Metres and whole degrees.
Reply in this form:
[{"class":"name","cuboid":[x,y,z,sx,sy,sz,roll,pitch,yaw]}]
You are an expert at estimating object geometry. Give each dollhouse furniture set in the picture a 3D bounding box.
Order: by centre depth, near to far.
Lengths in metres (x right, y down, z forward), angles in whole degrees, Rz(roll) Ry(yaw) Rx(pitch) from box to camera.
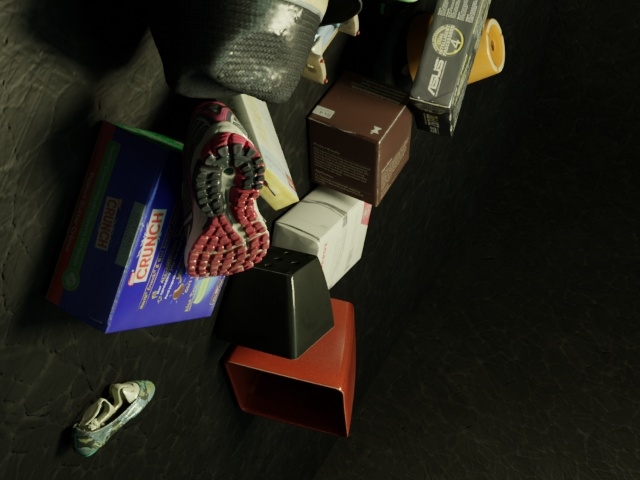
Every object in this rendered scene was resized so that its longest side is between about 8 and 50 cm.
[{"class":"dollhouse furniture set","cuboid":[-0.027,-0.376,1.461,0.129,0.129,0.183,-59,160,-21]}]

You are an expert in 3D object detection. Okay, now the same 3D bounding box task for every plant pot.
[{"class":"plant pot","cuboid":[-0.089,0.113,1.825,0.187,0.188,0.167,-33,129,-58]},{"class":"plant pot","cuboid":[-0.038,0.263,2.031,0.267,0.267,0.235,84,22,-55]},{"class":"plant pot","cuboid":[0.335,-0.455,2.150,0.205,0.188,0.205,7,82,-60]}]

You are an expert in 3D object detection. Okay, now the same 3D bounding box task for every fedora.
[{"class":"fedora","cuboid":[-0.106,-0.249,1.093,0.334,0.334,0.152,-4,101,-69]}]

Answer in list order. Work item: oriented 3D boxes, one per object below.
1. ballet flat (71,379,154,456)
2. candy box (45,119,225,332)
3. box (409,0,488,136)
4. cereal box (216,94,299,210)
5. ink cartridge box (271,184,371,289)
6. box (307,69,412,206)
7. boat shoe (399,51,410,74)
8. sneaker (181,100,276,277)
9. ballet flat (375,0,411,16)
[{"class":"ballet flat","cuboid":[-0.345,0.279,1.489,0.188,0.070,0.070,-50,156,-48]},{"class":"candy box","cuboid":[-0.236,-0.016,1.334,0.268,0.122,0.317,-69,162,6]},{"class":"box","cuboid":[0.289,-0.438,1.869,0.318,0.097,0.394,19,88,-83]},{"class":"cereal box","cuboid":[-0.109,-0.179,1.366,0.173,0.047,0.240,44,26,-70]},{"class":"ink cartridge box","cuboid":[0.000,0.000,2.000,0.283,0.117,0.207,-43,150,-51]},{"class":"box","cuboid":[0.086,-0.216,1.897,0.167,0.168,0.203,-55,159,-32]},{"class":"boat shoe","cuboid":[0.222,-0.443,2.200,0.133,0.042,0.049,-41,169,-52]},{"class":"sneaker","cuboid":[-0.133,-0.057,1.227,0.121,0.112,0.299,-9,142,-19]},{"class":"ballet flat","cuboid":[0.205,-0.566,1.945,0.280,0.095,0.096,-38,158,-35]}]
